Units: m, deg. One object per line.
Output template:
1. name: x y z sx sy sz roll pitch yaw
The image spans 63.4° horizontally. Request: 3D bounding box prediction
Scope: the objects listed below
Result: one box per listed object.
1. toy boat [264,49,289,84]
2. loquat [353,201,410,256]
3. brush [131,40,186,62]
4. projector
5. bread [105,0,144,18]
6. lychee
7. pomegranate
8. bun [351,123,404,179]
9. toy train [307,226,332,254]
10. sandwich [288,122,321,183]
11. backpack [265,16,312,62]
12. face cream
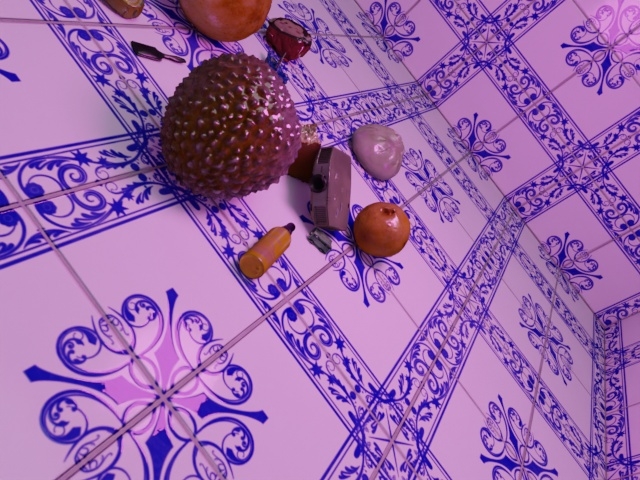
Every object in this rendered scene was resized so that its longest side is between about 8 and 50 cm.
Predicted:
1. toy boat: -0.172 -0.730 2.136 0.091 0.110 0.175 2 56 -50
2. loquat: 0.224 -0.037 1.879 0.208 0.208 0.208 31 39 -29
3. brush: -0.520 -0.604 1.681 0.193 0.016 0.063 -3 62 -51
4. projector: 0.030 -0.174 1.757 0.193 0.088 0.270 14 79 -61
5. bread: -0.643 -0.783 1.660 0.156 0.064 0.118 37 32 -20
6. lychee: -0.238 -0.308 1.432 0.380 0.380 0.432 46 61 -9
7. pomegranate: -0.375 -0.916 1.871 0.410 0.410 0.410 31 39 -29
8. bun: 0.277 -0.418 2.321 0.283 0.179 0.284 28 43 -30
9. toy train: 0.000 0.000 1.726 0.093 0.038 0.056 41 28 -15
10. sandwich: -0.059 -0.313 1.815 0.220 0.186 0.108 24 45 -37
11. backpack: -0.135 -0.906 2.331 0.229 0.139 0.229 18 38 -15
12. face cream: -0.139 0.014 1.506 0.078 0.078 0.273 48 33 -6
